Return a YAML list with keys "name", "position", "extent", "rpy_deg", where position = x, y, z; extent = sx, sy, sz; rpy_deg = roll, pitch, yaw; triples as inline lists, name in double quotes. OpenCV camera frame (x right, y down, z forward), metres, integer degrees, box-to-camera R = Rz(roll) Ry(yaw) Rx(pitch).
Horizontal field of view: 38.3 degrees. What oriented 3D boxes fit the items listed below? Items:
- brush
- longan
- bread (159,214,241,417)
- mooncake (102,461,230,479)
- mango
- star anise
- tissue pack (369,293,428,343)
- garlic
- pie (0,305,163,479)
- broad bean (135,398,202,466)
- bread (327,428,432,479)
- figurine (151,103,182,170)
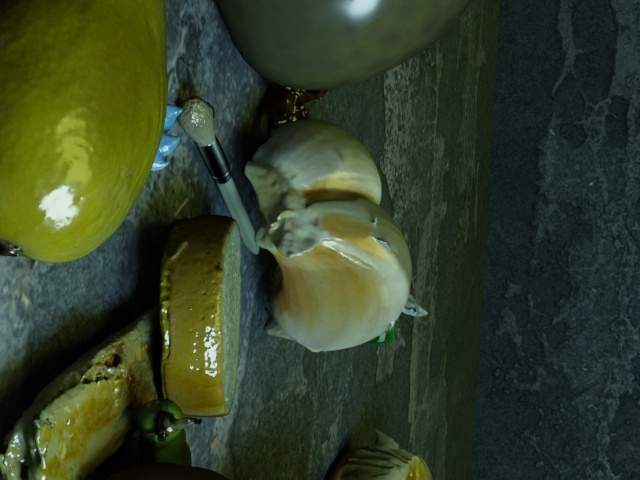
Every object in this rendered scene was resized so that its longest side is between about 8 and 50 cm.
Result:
- name: "brush"
  position: [-0.118, -0.074, 1.170]
  extent: [0.299, 0.039, 0.042]
  rpy_deg: [68, 32, -51]
- name: "longan"
  position: [0.041, -0.378, 1.134]
  extent: [0.404, 0.336, 0.404]
  rpy_deg: [-59, -174, 11]
- name: "bread"
  position: [-0.132, 0.083, 1.040]
  extent: [0.236, 0.070, 0.236]
  rpy_deg: [0, 90, -89]
- name: "mooncake"
  position: [-0.161, 0.373, 0.879]
  extent: [0.326, 0.174, 0.333]
  rpy_deg: [17, 109, -50]
- name: "mango"
  position: [-0.215, -0.138, 0.778]
  extent: [0.195, 0.142, 0.331]
  rpy_deg: [45, 45, -61]
- name: "star anise"
  position: [-0.045, -0.215, 1.312]
  extent: [0.168, 0.057, 0.167]
  rpy_deg: [-15, 108, -58]
- name: "tissue pack"
  position: [0.083, 0.100, 1.564]
  extent: [0.209, 0.156, 0.148]
  rpy_deg: [23, 69, -67]
- name: "garlic"
  position: [0.000, 0.000, 1.244]
  extent: [0.249, 0.286, 0.313]
  rpy_deg: [-39, 150, -11]
- name: "pie"
  position: [-0.217, 0.158, 0.905]
  extent: [0.282, 0.068, 0.128]
  rpy_deg: [-42, 138, -67]
- name: "broad bean"
  position: [-0.166, 0.224, 0.968]
  extent: [0.325, 0.067, 0.075]
  rpy_deg: [102, -31, -59]
- name: "bread"
  position: [0.069, 0.534, 1.616]
  extent: [0.388, 0.183, 0.236]
  rpy_deg: [-49, 123, -49]
- name: "figurine"
  position: [-0.188, -0.130, 0.914]
  extent: [0.114, 0.079, 0.114]
  rpy_deg: [4, 81, -25]
